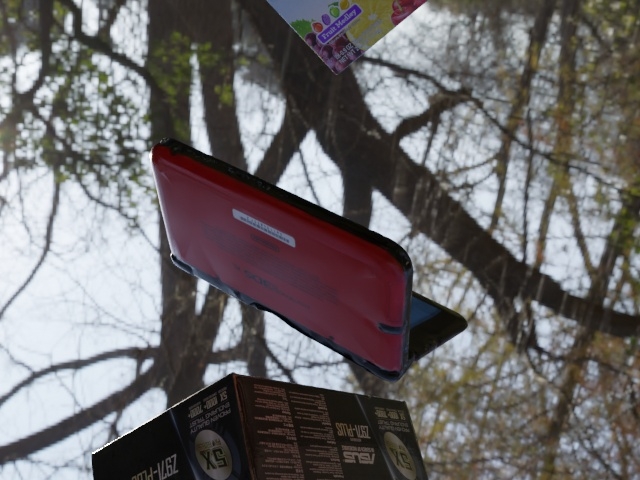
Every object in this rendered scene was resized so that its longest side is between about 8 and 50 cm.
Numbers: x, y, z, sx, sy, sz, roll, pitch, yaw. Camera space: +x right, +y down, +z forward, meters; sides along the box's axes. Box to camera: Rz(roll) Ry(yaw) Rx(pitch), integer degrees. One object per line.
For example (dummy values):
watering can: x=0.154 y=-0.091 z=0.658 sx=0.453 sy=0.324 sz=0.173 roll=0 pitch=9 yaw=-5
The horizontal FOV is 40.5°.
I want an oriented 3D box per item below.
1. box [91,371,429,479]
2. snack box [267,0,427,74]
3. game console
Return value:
box: x=-0.038 y=0.163 z=0.594 sx=0.180 sy=0.147 sz=0.077 roll=20 pitch=-134 yaw=-47
snack box: x=0.013 y=-0.303 z=0.881 sx=0.207 sy=0.174 sz=0.070 roll=44 pitch=-150 yaw=-18
game console: x=0.000 y=0.000 z=0.441 sx=0.144 sy=0.124 sz=0.085 roll=25 pitch=-128 yaw=25
